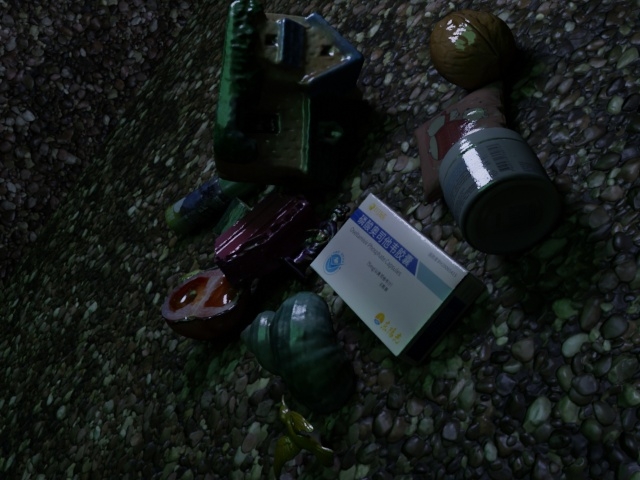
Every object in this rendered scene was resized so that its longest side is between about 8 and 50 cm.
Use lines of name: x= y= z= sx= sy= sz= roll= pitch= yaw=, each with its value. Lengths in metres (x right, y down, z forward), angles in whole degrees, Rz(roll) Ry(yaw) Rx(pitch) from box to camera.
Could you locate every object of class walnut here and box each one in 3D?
walnut: x=0.318 y=-0.401 z=1.747 sx=0.167 sy=0.167 sz=0.207 roll=-49 pitch=31 yaw=7

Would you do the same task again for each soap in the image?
soap: x=-0.140 y=-0.005 z=1.940 sx=0.250 sy=0.099 sz=0.162 roll=-41 pitch=33 yaw=-19

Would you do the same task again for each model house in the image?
model house: x=-0.064 y=-0.326 z=1.990 sx=0.334 sy=0.343 sz=0.382 roll=118 pitch=159 yaw=-80

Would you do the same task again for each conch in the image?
conch: x=-0.044 y=0.209 z=1.647 sx=0.277 sy=0.195 sz=0.220 roll=12 pitch=98 yaw=29

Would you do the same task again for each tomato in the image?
tomato: x=-0.253 y=0.158 z=1.988 sx=0.228 sy=0.112 sz=0.199 roll=-5 pitch=38 yaw=28

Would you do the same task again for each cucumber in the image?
cucumber: x=-0.227 y=-0.055 z=2.206 sx=0.115 sy=0.062 sz=0.116 roll=-59 pitch=31 yaw=-2

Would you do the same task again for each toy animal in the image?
toy animal: x=-0.031 y=0.356 z=1.552 sx=0.155 sy=0.095 sz=0.219 roll=-99 pitch=23 yaw=-48

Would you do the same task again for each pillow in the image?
pillow: x=0.283 y=-0.202 z=1.675 sx=0.223 sy=0.084 sz=0.236 roll=-31 pitch=35 yaw=31

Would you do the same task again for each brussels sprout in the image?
brussels sprout: x=-0.314 y=0.107 z=2.159 sx=0.058 sy=0.085 sz=0.085 roll=-48 pitch=32 yaw=23

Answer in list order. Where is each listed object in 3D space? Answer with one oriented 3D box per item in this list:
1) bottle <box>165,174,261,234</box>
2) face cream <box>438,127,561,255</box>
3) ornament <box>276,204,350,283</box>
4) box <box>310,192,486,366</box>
bottle: x=-0.294 y=-0.122 z=2.321 sx=0.330 sy=0.093 sz=0.093 roll=-28 pitch=40 yaw=33
face cream: x=0.309 y=-0.083 z=1.448 sx=0.177 sy=0.177 sz=0.153 roll=-40 pitch=37 yaw=21
ornament: x=-0.004 y=0.003 z=1.870 sx=0.203 sy=0.088 sz=0.081 roll=-49 pitch=7 yaw=-16
box: x=0.136 y=0.065 z=1.593 sx=0.200 sy=0.065 sz=0.343 roll=-50 pitch=40 yaw=4
